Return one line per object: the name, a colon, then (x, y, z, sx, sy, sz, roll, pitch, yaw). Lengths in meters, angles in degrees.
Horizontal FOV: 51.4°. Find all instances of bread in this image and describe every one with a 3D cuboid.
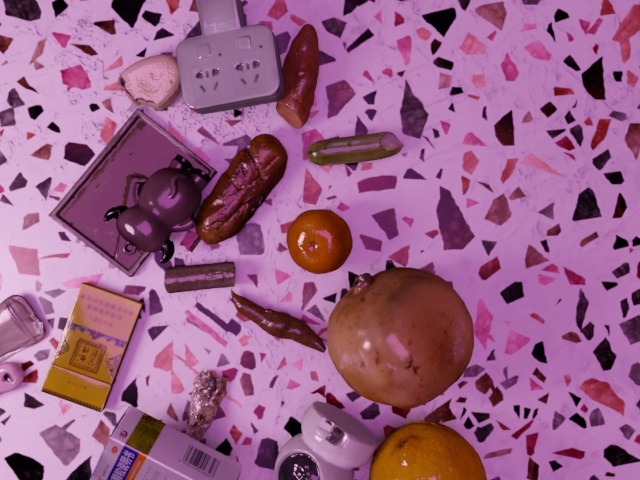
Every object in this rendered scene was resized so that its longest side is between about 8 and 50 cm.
bread: (-0.204, -0.106, 1.593, 0.124, 0.084, 0.344, 38, 89, -3)

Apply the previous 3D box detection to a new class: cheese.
cheese: (-0.352, -0.409, 1.594, 0.255, 0.050, 0.127, -38, 94, -10)

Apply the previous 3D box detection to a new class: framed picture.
framed picture: (-0.449, -0.115, 1.605, 0.247, 0.022, 0.335, 38, 88, -4)

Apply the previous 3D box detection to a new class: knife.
knife: (-0.848, 0.403, 1.585, 0.336, 0.043, 0.081, -35, 107, 3)

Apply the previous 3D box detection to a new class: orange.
orange: (0.000, 0.000, 1.583, 0.159, 0.136, 0.158, 2, 100, 13)

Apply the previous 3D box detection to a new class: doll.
doll: (-0.372, -0.074, 1.543, 0.182, 0.117, 0.257, 35, 87, -3)

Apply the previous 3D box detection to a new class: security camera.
security camera: (0.000, 0.524, 1.569, 0.195, 0.194, 0.236, 32, 94, -4)

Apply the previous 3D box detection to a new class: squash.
squash: (0.085, -0.223, 1.619, 0.239, 0.069, 0.069, -7, 91, -3)

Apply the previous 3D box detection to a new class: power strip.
power strip: (-0.212, -0.438, 1.555, 0.230, 0.141, 0.260, -9, 89, 6)

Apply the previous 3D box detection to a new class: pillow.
pillow: (-0.774, 0.231, 1.577, 0.233, 0.038, 0.130, -33, 105, -2)

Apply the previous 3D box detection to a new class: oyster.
oyster: (-0.280, 0.411, 1.602, 0.106, 0.061, 0.199, 2, 83, -5)

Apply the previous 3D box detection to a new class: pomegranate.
pomegranate: (0.178, 0.211, 1.514, 0.333, 0.332, 0.332, 0, 91, -4)

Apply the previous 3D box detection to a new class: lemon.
lemon: (0.250, 0.561, 1.544, 0.293, 0.293, 0.292, 0, 91, -4)

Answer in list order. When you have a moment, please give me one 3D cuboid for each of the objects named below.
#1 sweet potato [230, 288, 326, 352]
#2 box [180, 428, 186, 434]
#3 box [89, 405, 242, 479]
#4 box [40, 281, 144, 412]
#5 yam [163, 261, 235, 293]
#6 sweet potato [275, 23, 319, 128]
sweet potato: (-0.107, 0.199, 1.615, 0.274, 0.067, 0.067, 28, 89, -2)
box: (-0.350, 0.505, 1.626, 0.083, 0.012, 0.046, -42, 94, -4)
box: (-0.358, 0.538, 1.535, 0.300, 0.106, 0.200, 30, 124, -3)
box: (-0.545, 0.254, 1.596, 0.153, 0.041, 0.278, 21, 89, -5)
yam: (-0.288, 0.087, 1.600, 0.170, 0.068, 0.068, -5, 91, -8)
sweet potato: (-0.050, -0.397, 1.593, 0.097, 0.097, 0.251, 10, 92, -4)
